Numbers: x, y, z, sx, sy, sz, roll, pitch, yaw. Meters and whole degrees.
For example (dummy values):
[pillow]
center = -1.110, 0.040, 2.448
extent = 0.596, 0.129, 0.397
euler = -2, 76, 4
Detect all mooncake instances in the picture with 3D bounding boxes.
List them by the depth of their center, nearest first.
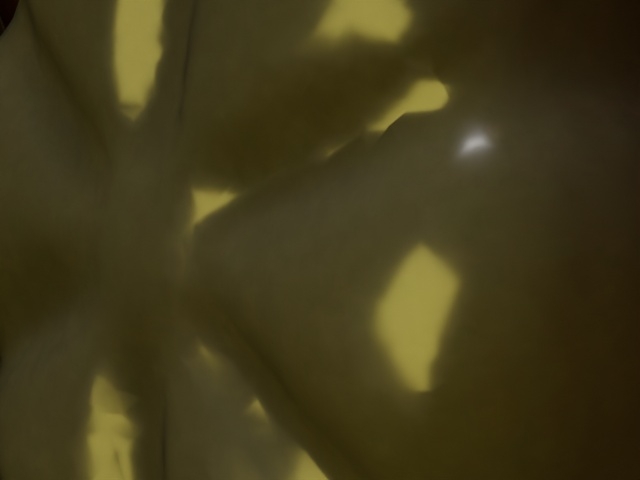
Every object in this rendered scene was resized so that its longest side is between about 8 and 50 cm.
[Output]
[mooncake]
center = 0.000, 0.000, 0.482
extent = 0.275, 0.135, 0.275
euler = 13, 108, 48

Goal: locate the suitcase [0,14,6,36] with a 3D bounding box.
[suitcase]
center = -0.187, 0.028, 0.727
extent = 0.202, 0.128, 0.312
euler = -27, 80, 52
